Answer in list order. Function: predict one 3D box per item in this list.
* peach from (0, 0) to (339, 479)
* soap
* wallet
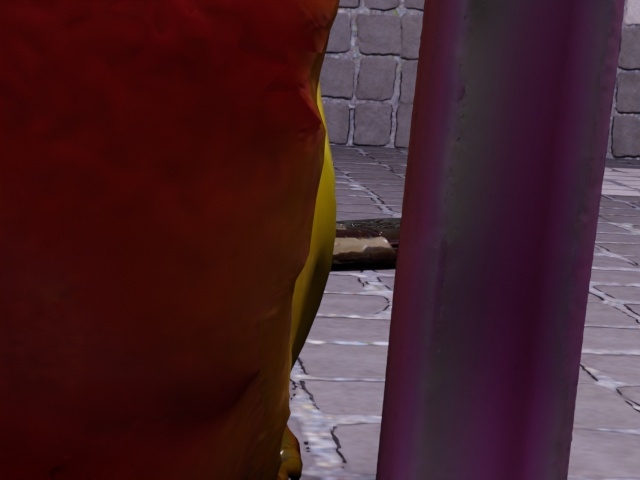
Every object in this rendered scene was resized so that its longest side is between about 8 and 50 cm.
[{"bbox_3d":[-0.069,-0.034,0.471,0.281,0.281,0.338,9,11,36],"label":"peach"},{"bbox_3d":[0.061,0.004,0.473,0.065,0.203,0.122,7,6,8],"label":"soap"},{"bbox_3d":[0.000,0.000,1.102,0.232,0.031,0.122,-1,7,-31],"label":"wallet"}]
